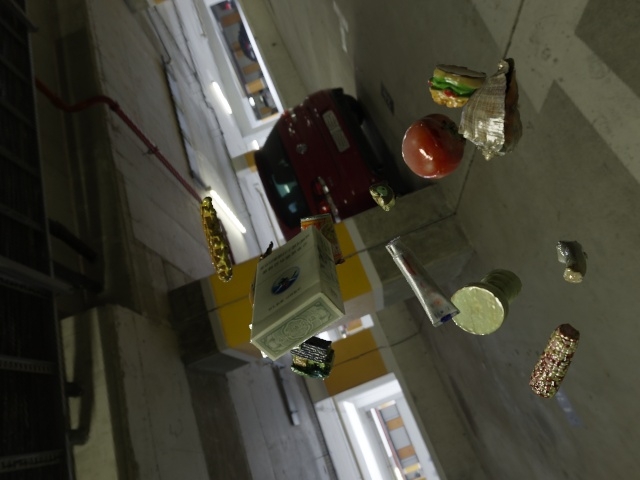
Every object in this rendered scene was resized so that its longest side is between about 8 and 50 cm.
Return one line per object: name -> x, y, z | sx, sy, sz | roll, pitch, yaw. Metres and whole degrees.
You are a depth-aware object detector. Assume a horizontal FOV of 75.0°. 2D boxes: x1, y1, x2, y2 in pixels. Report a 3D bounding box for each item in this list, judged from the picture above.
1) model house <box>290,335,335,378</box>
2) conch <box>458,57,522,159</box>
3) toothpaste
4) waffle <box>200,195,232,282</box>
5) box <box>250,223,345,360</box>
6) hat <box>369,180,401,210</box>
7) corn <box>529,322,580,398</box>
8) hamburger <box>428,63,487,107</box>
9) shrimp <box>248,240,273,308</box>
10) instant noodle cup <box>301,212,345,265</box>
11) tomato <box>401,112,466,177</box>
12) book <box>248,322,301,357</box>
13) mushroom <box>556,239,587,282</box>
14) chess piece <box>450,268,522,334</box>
model house -> -0.041, 0.534, 1.954 | 0.211, 0.194, 0.170 | 79, -152, -55
conch -> 0.586, -0.433, 1.460 | 0.352, 0.210, 0.297 | 68, -149, -28
toothpaste -> 0.333, 0.134, 1.386 | 0.323, 0.100, 0.066 | 55, -168, -1
waffle -> -0.371, 0.002, 1.476 | 0.281, 0.058, 0.300 | 158, 95, -71
box -> -0.049, 0.090, 0.825 | 0.069, 0.164, 0.256 | 48, -165, -25
hat -> 0.178, -0.128, 1.152 | 0.077, 0.059, 0.076 | 46, 171, 46
corn -> 0.758, 0.396, 1.350 | 0.092, 0.092, 0.280 | -111, 24, -58
hamburger -> 0.556, -0.631, 1.726 | 0.237, 0.237, 0.148 | -112, 26, -52
shrimp -> -0.168, 0.131, 1.442 | 0.059, 0.145, 0.254 | 34, -107, -66
instant noodle cup -> 0.000, 0.000, 1.751 | 0.193, 0.193, 0.212 | -107, 7, -84
tomato -> 0.556, -0.461, 2.079 | 0.321, 0.322, 0.321 | -22, -90, -89
book -> -0.195, 0.397, 1.754 | 0.024, 0.228, 0.160 | -24, -91, -53
mushroom -> 0.917, 0.067, 1.519 | 0.099, 0.096, 0.278 | 47, -150, 0
chess piece -> 0.794, 0.264, 1.942 | 0.442, 0.234, 0.234 | -15, -99, -50
